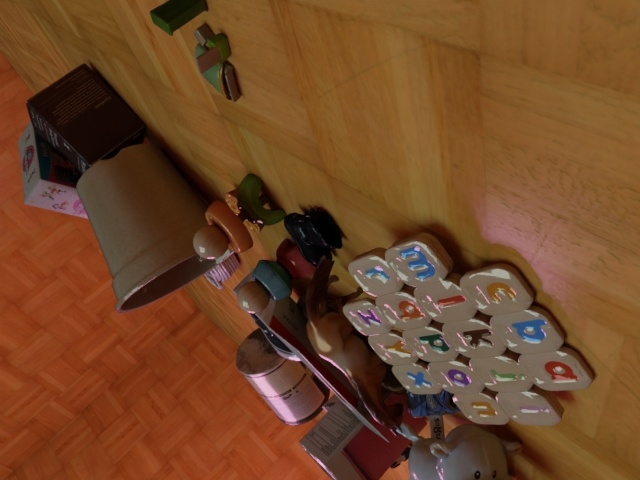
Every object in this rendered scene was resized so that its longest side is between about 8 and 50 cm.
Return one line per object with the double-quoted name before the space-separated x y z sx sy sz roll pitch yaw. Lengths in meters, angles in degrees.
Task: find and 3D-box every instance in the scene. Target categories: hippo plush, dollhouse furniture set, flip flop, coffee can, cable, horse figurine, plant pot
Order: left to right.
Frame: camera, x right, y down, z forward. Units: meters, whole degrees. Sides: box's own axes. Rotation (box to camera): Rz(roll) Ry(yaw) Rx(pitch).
"plant pot" -0.402 -0.045 1.309 0.305 0.334 0.334 57 163 6
"dollhouse furniture set" -0.157 -0.232 0.703 0.076 0.058 0.151 40 161 23
"cable" -0.338 0.007 1.576 0.257 0.089 0.257 46 161 6
"coffee can" -0.116 0.427 1.759 0.202 0.201 0.275 24 150 51
"flip flop" 0.021 0.157 1.100 0.112 0.080 0.277 55 177 -12
"horse figurine" 0.051 0.154 0.861 0.066 0.174 0.263 -30 105 38
"hippo plush" 0.264 0.401 0.926 0.236 0.235 0.294 113 157 -52

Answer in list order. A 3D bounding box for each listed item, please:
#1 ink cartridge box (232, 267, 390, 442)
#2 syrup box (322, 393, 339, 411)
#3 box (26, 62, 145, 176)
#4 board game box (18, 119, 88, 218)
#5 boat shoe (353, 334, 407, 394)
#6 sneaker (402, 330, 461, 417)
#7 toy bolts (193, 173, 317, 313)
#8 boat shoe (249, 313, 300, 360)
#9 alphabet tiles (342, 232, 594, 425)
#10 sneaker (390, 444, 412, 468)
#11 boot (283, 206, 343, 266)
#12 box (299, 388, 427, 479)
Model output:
"ink cartridge box" -0.009 0.227 1.174 0.308 0.091 0.385 50 168 -26
"syrup box" 0.083 0.474 1.572 0.093 0.096 0.237 45 161 6
"box" -0.558 -0.272 1.326 0.203 0.167 0.168 46 156 -5
"board game box" -0.619 -0.169 1.461 0.303 0.097 0.224 14 -139 -46
"boat shoe" 0.104 0.256 1.120 0.178 0.064 0.060 30 154 36
"sneaker" 0.167 0.176 0.807 0.087 0.083 0.221 -1 130 19
"toy bolts" -0.139 0.019 1.023 0.228 0.158 0.218 53 161 -16
"boat shoe" -0.121 0.209 1.488 0.301 0.108 0.102 39 163 45
"alphabet tiles" 0.159 0.116 0.662 0.284 0.021 0.278 51 144 -11
"sneaker" 0.171 0.536 1.503 0.110 0.107 0.275 46 164 38
"boot" 0.001 0.000 0.861 0.121 0.045 0.099 53 155 -23
"box" 0.094 0.429 1.229 0.126 0.232 0.149 53 162 -16
